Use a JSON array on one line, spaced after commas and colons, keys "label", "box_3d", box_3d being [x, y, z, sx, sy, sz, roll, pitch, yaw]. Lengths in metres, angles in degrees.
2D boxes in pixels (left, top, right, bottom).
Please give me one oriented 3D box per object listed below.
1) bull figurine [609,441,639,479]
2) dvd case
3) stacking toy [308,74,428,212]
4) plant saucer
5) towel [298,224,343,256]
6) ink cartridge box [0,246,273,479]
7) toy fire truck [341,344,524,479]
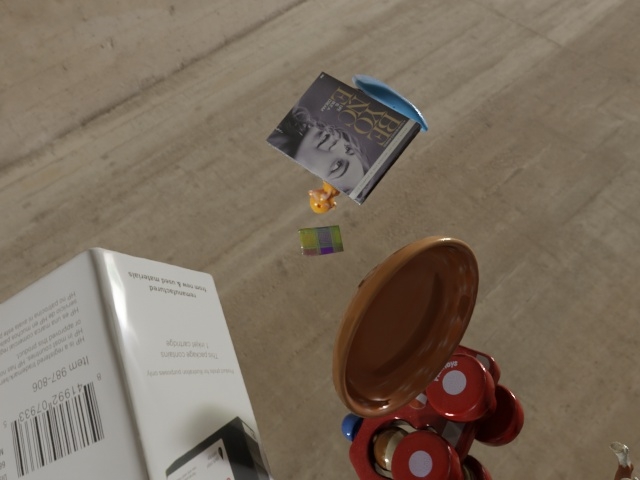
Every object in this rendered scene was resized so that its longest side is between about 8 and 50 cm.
[{"label": "bull figurine", "box_3d": [0.414, 0.463, 0.843, 0.310, 0.101, 0.188, -23, -67, -20]}, {"label": "dvd case", "box_3d": [0.034, -0.179, 0.905, 0.164, 0.221, 0.018, -51, -26, -4]}, {"label": "stacking toy", "box_3d": [0.072, -0.181, 1.122, 0.302, 0.175, 0.165, -56, 11, 18]}, {"label": "plant saucer", "box_3d": [0.084, 0.084, 0.537, 0.200, 0.037, 0.200, -22, -54, -34]}, {"label": "towel", "box_3d": [0.000, 0.000, 1.033, 0.009, 0.083, 0.060, -75, -24, -64]}, {"label": "ink cartridge box", "box_3d": [-0.192, 0.251, 0.451, 0.285, 0.394, 0.166, -28, -21, 18]}, {"label": "toy fire truck", "box_3d": [0.163, 0.297, 0.881, 0.169, 0.254, 0.302, 41, -108, -39]}]
